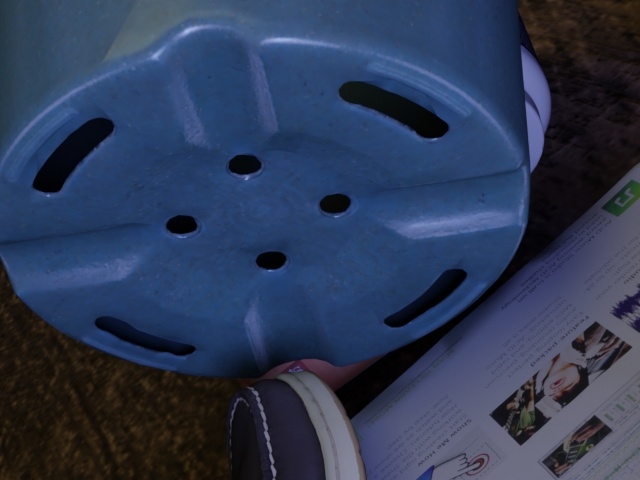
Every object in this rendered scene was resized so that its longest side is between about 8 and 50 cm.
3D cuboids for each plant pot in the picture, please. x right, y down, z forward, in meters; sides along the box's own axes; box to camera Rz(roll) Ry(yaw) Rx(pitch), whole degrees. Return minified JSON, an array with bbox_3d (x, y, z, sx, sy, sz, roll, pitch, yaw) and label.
[{"bbox_3d":[-0.040,-0.132,0.839,0.341,0.341,0.334,-25,47,25],"label":"plant pot"}]

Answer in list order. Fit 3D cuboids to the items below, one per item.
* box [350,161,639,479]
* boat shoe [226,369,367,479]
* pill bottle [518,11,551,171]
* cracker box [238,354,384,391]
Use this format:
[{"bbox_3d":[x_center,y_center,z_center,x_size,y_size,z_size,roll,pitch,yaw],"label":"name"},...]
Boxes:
[{"bbox_3d":[0.130,0.092,0.662,0.232,0.058,0.322,-41,20,-1],"label":"box"},{"bbox_3d":[-0.026,0.163,0.655,0.092,0.103,0.285,3,43,-11],"label":"boat shoe"},{"bbox_3d":[0.093,-0.096,1.016,0.094,0.094,0.169,-31,25,14],"label":"pill bottle"},{"bbox_3d":[0.000,0.000,1.008,0.155,0.067,0.232,-36,24,4],"label":"cracker box"}]
